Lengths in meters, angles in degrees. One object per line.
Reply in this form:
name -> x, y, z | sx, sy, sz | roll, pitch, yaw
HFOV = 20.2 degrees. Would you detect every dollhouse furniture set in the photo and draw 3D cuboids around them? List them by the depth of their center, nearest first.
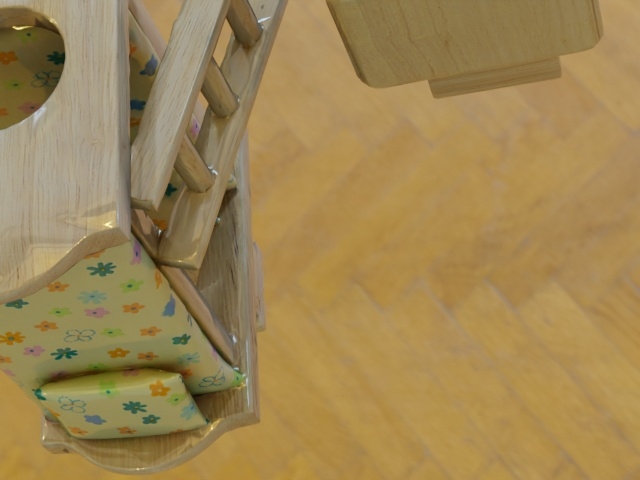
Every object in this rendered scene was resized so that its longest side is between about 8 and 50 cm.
dollhouse furniture set -> 0.000, 0.000, 0.457 | 0.160, 0.182, 0.101 | -10, 61, 11
